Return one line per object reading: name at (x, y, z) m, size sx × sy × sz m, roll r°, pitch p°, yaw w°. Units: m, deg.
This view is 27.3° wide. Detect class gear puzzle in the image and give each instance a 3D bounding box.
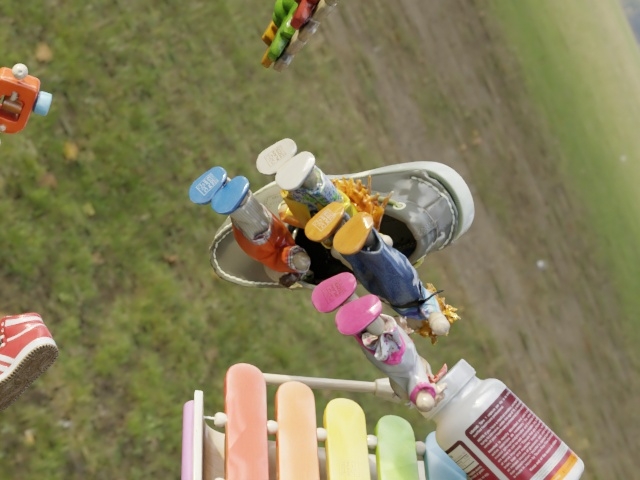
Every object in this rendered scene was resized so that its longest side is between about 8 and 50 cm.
gear puzzle at (0.006, -0.234, 1.088) m, size 0.044 × 0.175 × 0.339 m, roll 32°, pitch -18°, yaw -8°

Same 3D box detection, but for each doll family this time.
doll family at (0.032, 0.015, 1.002) m, size 0.263 × 0.118 × 0.163 m, roll 42°, pitch -4°, yaw 40°

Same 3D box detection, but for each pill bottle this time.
pill bottle at (0.164, 0.186, 1.226) m, size 0.152 × 0.086 × 0.086 m, roll 45°, pitch 14°, yaw 7°

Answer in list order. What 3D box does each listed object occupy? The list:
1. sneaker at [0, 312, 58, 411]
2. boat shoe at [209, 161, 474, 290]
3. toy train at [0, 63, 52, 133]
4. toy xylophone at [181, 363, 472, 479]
sneaker at (-0.313, 0.121, 1.298) m, size 0.042 × 0.118 × 0.067 m, roll 45°, pitch 9°, yaw -46°
boat shoe at (-0.002, -0.004, 1.260) m, size 0.091 × 0.305 × 0.109 m, roll -38°, pitch 110°, yaw -48°
toy train at (-0.308, -0.116, 1.072) m, size 0.166 × 0.125 × 0.046 m, roll 13°, pitch 39°, yaw -15°
toy xylophone at (0.011, 0.208, 1.280) m, size 0.081 × 0.322 × 0.236 m, roll 115°, pitch -29°, yaw -45°
